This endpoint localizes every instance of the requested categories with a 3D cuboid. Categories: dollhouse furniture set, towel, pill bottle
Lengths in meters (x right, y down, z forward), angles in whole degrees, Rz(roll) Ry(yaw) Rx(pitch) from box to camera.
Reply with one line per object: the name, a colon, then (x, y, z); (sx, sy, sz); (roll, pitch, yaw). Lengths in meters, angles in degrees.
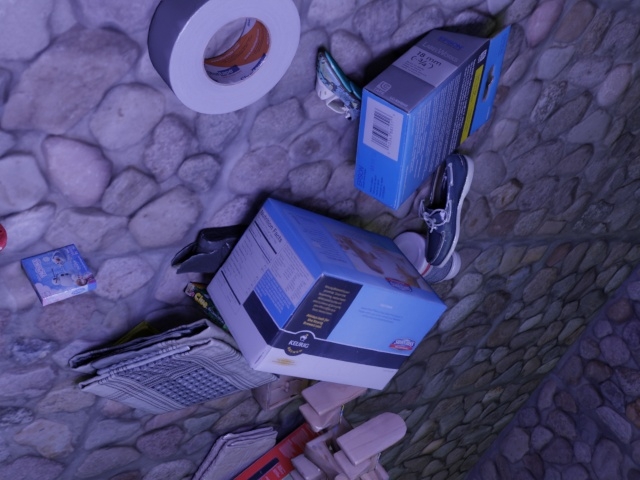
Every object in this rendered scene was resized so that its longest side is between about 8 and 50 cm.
dollhouse furniture set: (0.054, 0.395, 2.072); (0.256, 0.394, 0.362); (-23, 144, -26)
towel: (-0.335, 0.239, 1.832); (0.102, 0.021, 0.237); (-39, 148, -4)
towel: (-0.236, 0.580, 2.326); (0.187, 0.049, 0.282); (2, 131, -46)
towel: (-0.275, 0.260, 1.764); (0.312, 0.056, 0.324); (-17, 149, 18)
pill bottle: (0.246, 0.044, 2.111); (0.180, 0.108, 0.108); (12, 121, -51)

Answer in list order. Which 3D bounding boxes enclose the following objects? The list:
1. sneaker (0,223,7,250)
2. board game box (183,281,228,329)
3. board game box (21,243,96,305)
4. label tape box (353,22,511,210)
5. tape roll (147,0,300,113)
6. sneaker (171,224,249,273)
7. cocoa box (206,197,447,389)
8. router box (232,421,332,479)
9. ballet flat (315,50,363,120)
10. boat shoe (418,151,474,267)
sneaker: (-0.563, 0.036, 1.311); (0.221, 0.087, 0.128); (-10, 147, -21)
board game box: (-0.136, 0.138, 1.805); (0.259, 0.136, 0.030); (12, 108, -53)
board game box: (-0.417, 0.054, 1.455); (0.090, 0.090, 0.020); (-20, 145, -29)
label tape box: (0.204, -0.249, 1.689); (0.333, 0.106, 0.241); (-43, 153, -33)
tape roll: (-0.139, -0.294, 1.335); (0.219, 0.072, 0.219); (-27, 147, -20)
sneaker: (-0.186, 0.021, 1.695); (0.170, 0.051, 0.089); (-3, 133, -38)
cocoa box: (0.014, 0.106, 1.699); (0.347, 0.231, 0.228); (17, 116, -43)
router box: (-0.105, 0.644, 2.446); (0.301, 0.082, 0.335); (-36, 155, -17)
ballet flat: (0.029, -0.257, 1.567); (0.070, 0.070, 0.188); (-44, 144, 7)
boat shoe: (0.260, -0.066, 1.961); (0.079, 0.095, 0.255); (7, 107, -28)
